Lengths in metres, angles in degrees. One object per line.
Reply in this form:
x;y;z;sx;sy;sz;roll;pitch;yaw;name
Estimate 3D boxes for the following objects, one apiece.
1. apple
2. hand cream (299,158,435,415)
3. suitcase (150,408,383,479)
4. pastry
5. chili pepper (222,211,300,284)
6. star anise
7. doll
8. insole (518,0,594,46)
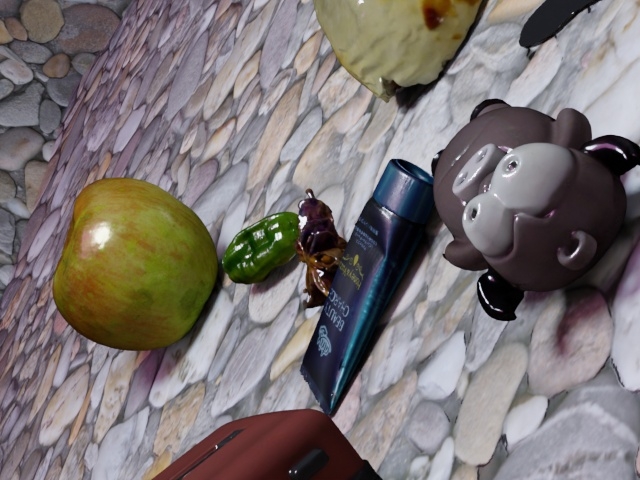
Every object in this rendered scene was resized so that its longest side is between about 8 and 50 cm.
-0.268;0.038;2.043;0.246;0.226;0.246;-162;90;-77;apple
0.048;0.048;1.489;0.270;0.061;0.120;-67;23;13;hand cream
-0.096;0.285;1.222;0.297;0.161;0.236;-38;7;-29;suitcase
0.083;-0.313;1.672;0.236;0.170;0.256;-55;26;30;pastry
-0.086;0.022;1.831;0.204;0.073;0.072;-36;47;55;chili pepper
0.000;0.000;1.618;0.097;0.070;0.190;96;158;-45;star anise
0.171;-0.042;1.180;0.182;0.117;0.257;-53;19;13;doll
0.254;-0.240;1.387;0.188;0.004;0.064;-29;40;58;insole
